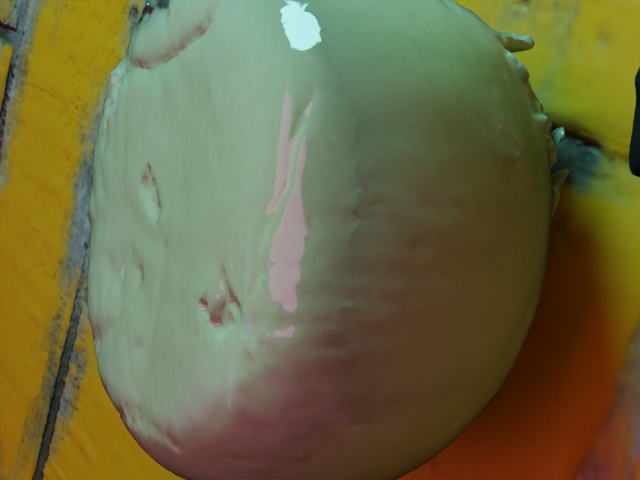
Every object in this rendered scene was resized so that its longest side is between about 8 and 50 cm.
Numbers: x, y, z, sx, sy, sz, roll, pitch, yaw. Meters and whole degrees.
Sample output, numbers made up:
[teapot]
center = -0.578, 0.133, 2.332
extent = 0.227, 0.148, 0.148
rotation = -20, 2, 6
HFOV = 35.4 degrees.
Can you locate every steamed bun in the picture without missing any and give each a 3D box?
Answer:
[steamed bun]
center = 0.000, 0.000, 0.633
extent = 0.334, 0.233, 0.312
rotation = 14, 99, 59

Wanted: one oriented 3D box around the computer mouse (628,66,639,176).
[computer mouse]
center = 0.242, -0.083, 0.466
extent = 0.264, 0.088, 0.147
rotation = -45, 52, 42
